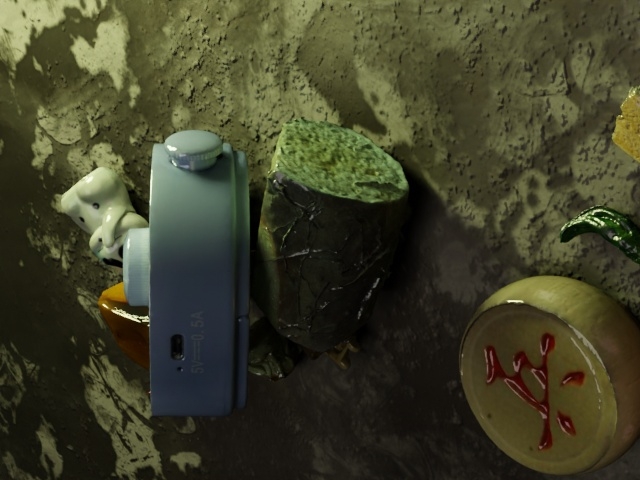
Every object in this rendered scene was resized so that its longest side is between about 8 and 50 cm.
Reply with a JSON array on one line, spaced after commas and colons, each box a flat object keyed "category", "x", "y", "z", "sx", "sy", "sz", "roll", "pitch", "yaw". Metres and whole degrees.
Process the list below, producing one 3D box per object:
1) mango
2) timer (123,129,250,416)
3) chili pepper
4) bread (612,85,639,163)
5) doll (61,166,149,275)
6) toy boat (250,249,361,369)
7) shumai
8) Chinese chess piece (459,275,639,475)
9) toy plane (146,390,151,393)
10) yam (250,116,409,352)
[{"category": "mango", "x": -0.242, "y": 0.151, "z": 2.038, "sx": 0.236, "sy": 0.136, "sz": 0.166, "roll": 21, "pitch": 139, "yaw": 32}, {"category": "timer", "x": -0.188, "y": 0.025, "z": 1.746, "sx": 0.395, "sy": 0.173, "sz": 0.395, "roll": 180, "pitch": 90, "yaw": -86}, {"category": "chili pepper", "x": 0.329, "y": -0.011, "z": 1.439, "sx": 0.118, "sy": 0.035, "sz": 0.055, "roll": 16, "pitch": 105, "yaw": 35}, {"category": "bread", "x": 0.356, "y": -0.121, "z": 1.353, "sx": 0.070, "sy": 0.035, "sz": 0.083, "roll": 40, "pitch": 141, "yaw": 25}, {"category": "doll", "x": -0.348, "y": -0.033, "z": 2.062, "sx": 0.110, "sy": 0.107, "sz": 0.181, "roll": -33, "pitch": 85, "yaw": 29}, {"category": "toy boat", "x": -0.032, "y": 0.098, "z": 1.825, "sx": 0.226, "sy": 0.088, "sz": 0.068, "roll": 44, "pitch": 137, "yaw": 19}, {"category": "shumai", "x": -0.081, "y": 0.175, "z": 1.924, "sx": 0.087, "sy": 0.099, "sz": 0.124, "roll": 45, "pitch": 165, "yaw": -12}, {"category": "Chinese chess piece", "x": 0.288, "y": 0.165, "z": 1.526, "sx": 0.249, "sy": 0.103, "sz": 0.250, "roll": 22, "pitch": 123, "yaw": 38}, {"category": "toy plane", "x": -0.260, "y": 0.254, "z": 2.165, "sx": 0.037, "sy": 0.060, "sz": 0.145, "roll": 65, "pitch": 154, "yaw": -3}, {"category": "yam", "x": 0.005, "y": 0.000, "z": 1.655, "sx": 0.201, "sy": 0.202, "sz": 0.271, "roll": 17, "pitch": 125, "yaw": -4}]
